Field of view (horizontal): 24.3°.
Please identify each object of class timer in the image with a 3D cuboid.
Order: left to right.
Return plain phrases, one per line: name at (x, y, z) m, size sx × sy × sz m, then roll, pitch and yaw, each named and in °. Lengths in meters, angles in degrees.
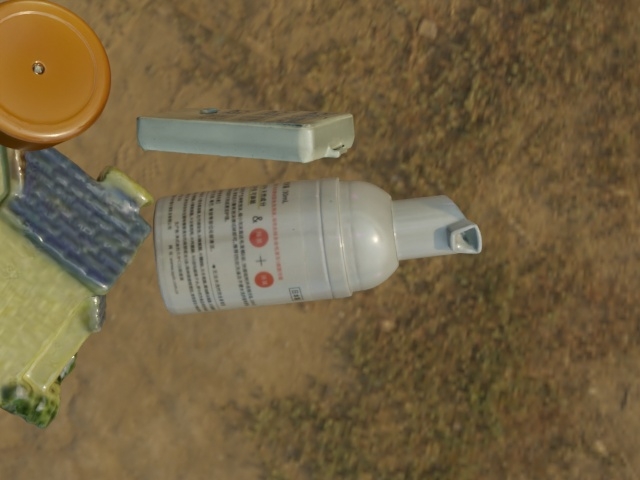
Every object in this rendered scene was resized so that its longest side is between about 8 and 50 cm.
timer at (-0.272, -0.128, 1.335) m, size 0.132 × 0.132 × 0.152 m, roll 38°, pitch 153°, yaw -12°

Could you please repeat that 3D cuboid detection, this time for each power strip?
power strip at (-0.064, -0.091, 1.249) m, size 0.192 × 0.081 × 0.035 m, roll 6°, pitch 105°, yaw 31°

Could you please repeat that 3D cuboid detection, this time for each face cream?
face cream at (0.000, 0.000, 1.734) m, size 0.370 × 0.145 × 0.145 m, roll -5°, pitch 122°, yaw 5°

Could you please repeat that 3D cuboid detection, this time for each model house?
model house at (-0.335, -0.009, 1.555) m, size 0.321 × 0.261 × 0.266 m, roll 38°, pitch 93°, yaw -9°
